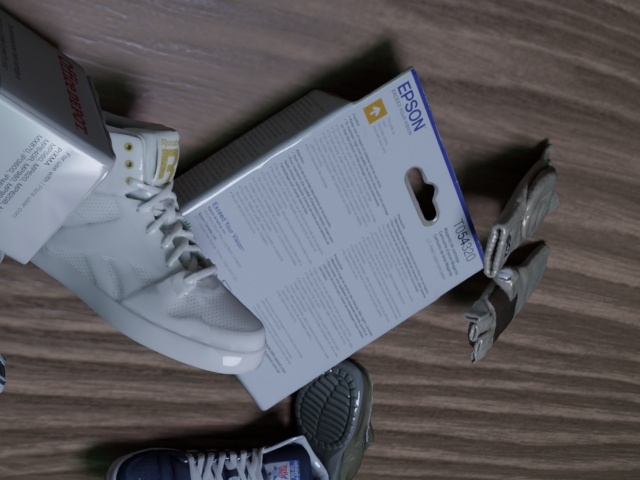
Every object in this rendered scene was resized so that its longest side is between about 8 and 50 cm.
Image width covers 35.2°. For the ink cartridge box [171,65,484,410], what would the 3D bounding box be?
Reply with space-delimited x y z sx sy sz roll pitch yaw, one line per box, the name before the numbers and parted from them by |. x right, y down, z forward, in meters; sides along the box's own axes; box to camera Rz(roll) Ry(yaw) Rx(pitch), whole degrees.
ink cartridge box | 0.000 0.000 1.129 0.330 0.071 0.324 -33 133 -6

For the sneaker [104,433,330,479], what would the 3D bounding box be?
sneaker | -0.112 0.291 1.231 0.153 0.099 0.282 -28 148 35

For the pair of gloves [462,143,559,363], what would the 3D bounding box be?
pair of gloves | 0.232 0.021 1.230 0.204 0.042 0.240 -45 148 -39

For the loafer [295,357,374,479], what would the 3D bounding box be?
loafer | 0.021 0.241 1.320 0.087 0.094 0.251 -32 145 -43

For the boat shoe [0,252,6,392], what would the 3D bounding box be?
boat shoe | -0.350 0.017 0.933 0.105 0.113 0.306 -35 122 -22

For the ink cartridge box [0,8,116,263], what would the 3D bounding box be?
ink cartridge box | -0.306 -0.129 0.763 0.273 0.197 0.114 34 105 -34

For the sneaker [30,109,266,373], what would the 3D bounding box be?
sneaker | -0.151 -0.014 0.920 0.169 0.292 0.108 -62 170 18
